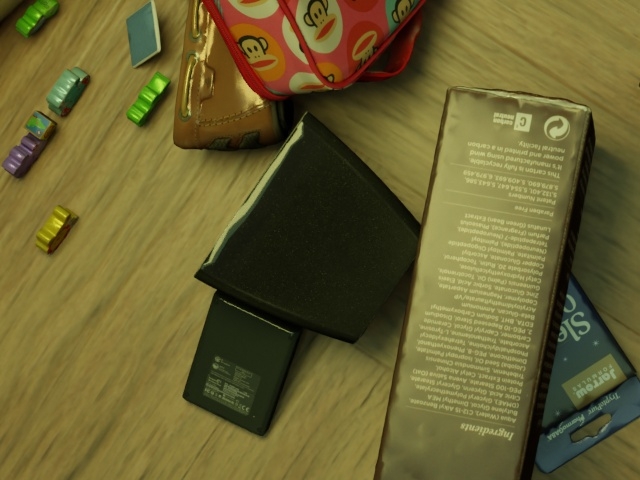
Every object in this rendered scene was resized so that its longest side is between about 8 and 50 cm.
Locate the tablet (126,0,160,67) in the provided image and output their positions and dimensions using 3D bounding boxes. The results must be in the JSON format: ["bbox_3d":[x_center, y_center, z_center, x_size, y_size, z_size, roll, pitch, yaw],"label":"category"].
[{"bbox_3d":[-0.181,-0.210,1.890,0.006,0.083,0.054,-6,85,-25],"label":"tablet"}]

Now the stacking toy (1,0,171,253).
[{"bbox_3d":[-0.280,-0.122,1.909,0.167,0.052,0.221,37,94,7],"label":"stacking toy"}]

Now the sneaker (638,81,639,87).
[{"bbox_3d":[0.387,-0.116,1.784,0.147,0.130,0.330,18,106,47],"label":"sneaker"}]

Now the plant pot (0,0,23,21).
[{"bbox_3d":[-0.402,-0.314,1.830,0.305,0.334,0.334,-37,82,-7],"label":"plant pot"}]

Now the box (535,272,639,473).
[{"bbox_3d":[0.215,0.104,1.830,0.136,0.036,0.225,-33,83,5],"label":"box"}]

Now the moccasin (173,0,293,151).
[{"bbox_3d":[-0.105,-0.274,1.849,0.147,0.139,0.380,-3,84,8],"label":"moccasin"}]

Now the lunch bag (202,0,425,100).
[{"bbox_3d":[0.013,-0.271,1.754,0.120,0.293,0.258,-8,120,43],"label":"lunch bag"}]

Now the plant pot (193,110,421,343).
[{"bbox_3d":[0.000,0.000,1.803,0.167,0.187,0.188,36,92,-1],"label":"plant pot"}]

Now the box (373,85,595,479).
[{"bbox_3d":[0.156,0.063,1.728,0.143,0.191,0.381,9,86,10],"label":"box"}]

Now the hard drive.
[{"bbox_3d":[-0.078,0.121,1.844,0.094,0.022,0.135,25,123,10],"label":"hard drive"}]
